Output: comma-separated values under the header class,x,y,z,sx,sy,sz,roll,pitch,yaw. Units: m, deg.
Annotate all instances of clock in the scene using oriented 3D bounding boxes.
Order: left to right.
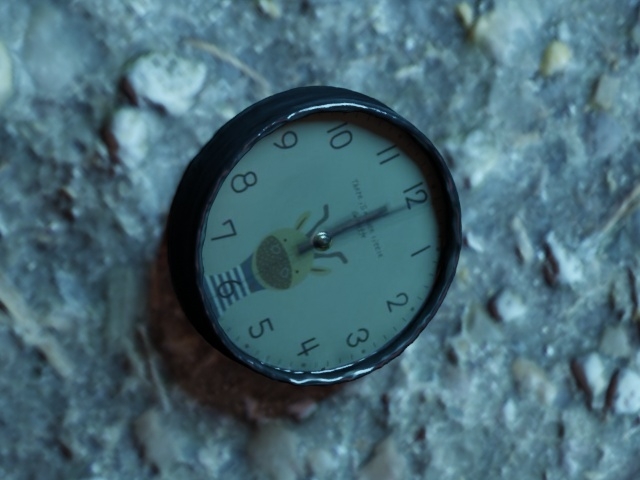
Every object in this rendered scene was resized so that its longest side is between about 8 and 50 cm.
class,x,y,z,sx,sy,sz,roll,pitch,yaw
clock,0.000,0.000,1.063,0.184,0.040,0.185,-7,108,-23
